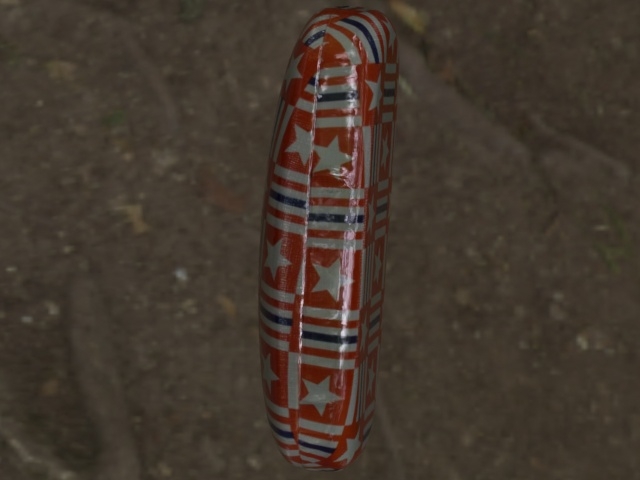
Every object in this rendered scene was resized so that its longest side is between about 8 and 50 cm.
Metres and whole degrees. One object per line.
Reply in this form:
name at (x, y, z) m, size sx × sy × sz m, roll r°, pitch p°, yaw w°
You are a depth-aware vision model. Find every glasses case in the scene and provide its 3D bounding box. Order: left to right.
glasses case at (0.000, 0.000, 0.589) m, size 0.073 × 0.049 × 0.194 m, roll -25°, pitch 120°, yaw -77°
